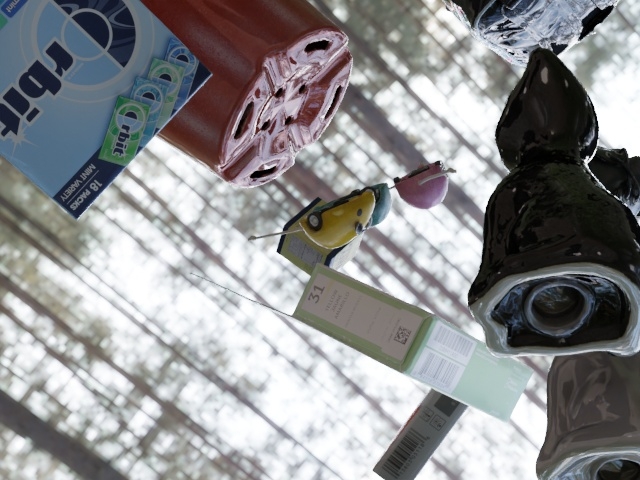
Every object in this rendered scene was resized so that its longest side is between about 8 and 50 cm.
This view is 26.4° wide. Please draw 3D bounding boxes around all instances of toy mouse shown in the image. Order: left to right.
[{"bbox_3d":[0.049,-0.029,1.015,0.161,0.031,0.143,-20,-176,33],"label":"toy mouse"}]

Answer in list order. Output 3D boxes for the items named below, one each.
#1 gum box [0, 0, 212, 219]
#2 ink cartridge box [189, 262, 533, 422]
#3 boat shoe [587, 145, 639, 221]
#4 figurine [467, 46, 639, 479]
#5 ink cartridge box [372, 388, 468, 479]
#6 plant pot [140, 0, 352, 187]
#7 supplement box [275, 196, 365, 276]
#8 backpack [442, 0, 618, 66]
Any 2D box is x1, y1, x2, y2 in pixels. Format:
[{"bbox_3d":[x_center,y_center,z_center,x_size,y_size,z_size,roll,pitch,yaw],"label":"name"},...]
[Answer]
[{"bbox_3d":[-0.200,-0.134,1.027,0.157,0.184,0.041,-48,-154,-4],"label":"gum box"},{"bbox_3d":[0.033,0.065,1.101,0.235,0.171,0.056,25,-92,39],"label":"ink cartridge box"},{"bbox_3d":[0.419,-0.081,1.945,0.113,0.340,0.127,-21,-109,22],"label":"boat shoe"},{"bbox_3d":[0.154,0.023,0.791,0.092,0.215,0.209,-12,-143,17],"label":"figurine"},{"bbox_3d":[0.116,0.172,1.394,0.145,0.045,0.179,-54,178,6],"label":"ink cartridge box"},{"bbox_3d":[-0.127,-0.209,1.480,0.265,0.272,0.272,39,-95,23],"label":"plant pot"},{"bbox_3d":[0.000,0.000,1.868,0.083,0.083,0.056,-41,159,-40],"label":"supplement box"},{"bbox_3d":[0.241,-0.314,1.519,0.225,0.253,0.191,-44,-119,14],"label":"backpack"}]
